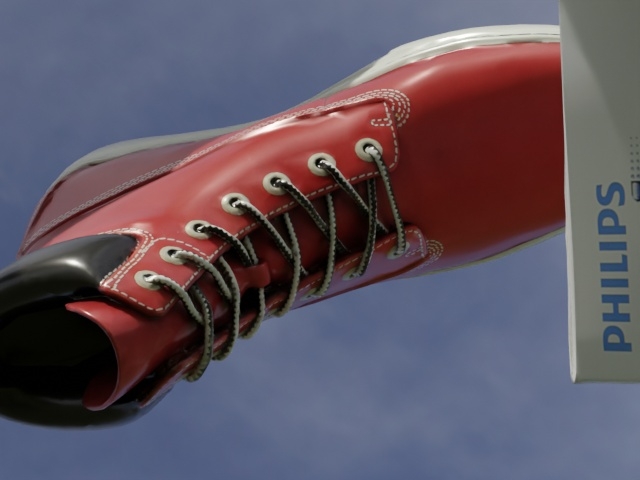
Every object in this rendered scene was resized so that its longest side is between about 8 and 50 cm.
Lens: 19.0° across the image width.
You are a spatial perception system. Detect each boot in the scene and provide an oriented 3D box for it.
[{"bbox_3d":[0.000,0.000,0.652,0.244,0.176,0.088,-15,-75,12],"label":"boot"}]

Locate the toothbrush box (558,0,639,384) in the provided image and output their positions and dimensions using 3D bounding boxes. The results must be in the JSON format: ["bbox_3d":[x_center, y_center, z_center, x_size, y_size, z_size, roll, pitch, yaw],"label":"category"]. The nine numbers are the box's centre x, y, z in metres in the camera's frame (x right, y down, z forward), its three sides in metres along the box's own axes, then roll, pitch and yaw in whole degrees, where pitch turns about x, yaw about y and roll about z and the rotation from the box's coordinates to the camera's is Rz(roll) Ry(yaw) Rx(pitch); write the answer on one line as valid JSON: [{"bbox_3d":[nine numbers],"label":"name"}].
[{"bbox_3d":[0.234,-0.028,0.525,0.206,0.283,0.122,-10,-81,-60],"label":"toothbrush box"}]
